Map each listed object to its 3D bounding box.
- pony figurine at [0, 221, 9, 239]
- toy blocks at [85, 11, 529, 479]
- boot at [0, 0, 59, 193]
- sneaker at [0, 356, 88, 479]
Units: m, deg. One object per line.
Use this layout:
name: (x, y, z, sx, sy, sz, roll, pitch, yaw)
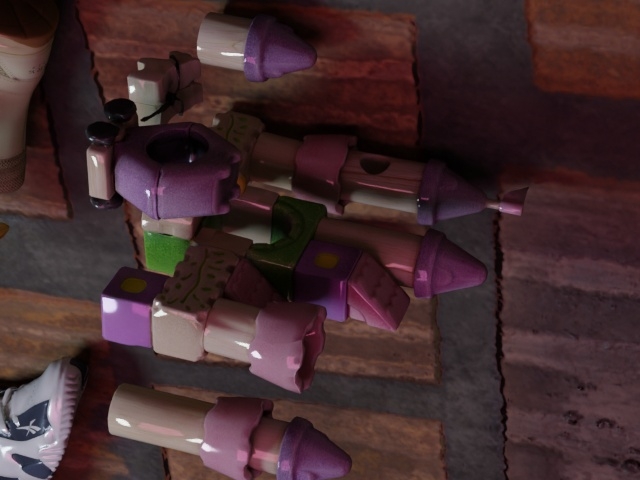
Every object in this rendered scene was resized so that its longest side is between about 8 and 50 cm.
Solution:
pony figurine: (-0.472, -0.042, 1.552, 0.363, 0.303, 0.351, 45, 131, -3)
toy blocks: (0.000, 0.000, 1.455, 0.260, 0.288, 0.309, 12, 130, 15)
boot: (-0.352, -0.151, 1.582, 0.262, 0.095, 0.203, 19, 135, 0)
sneaker: (-0.320, 0.172, 1.849, 0.153, 0.094, 0.235, 21, 144, -10)
